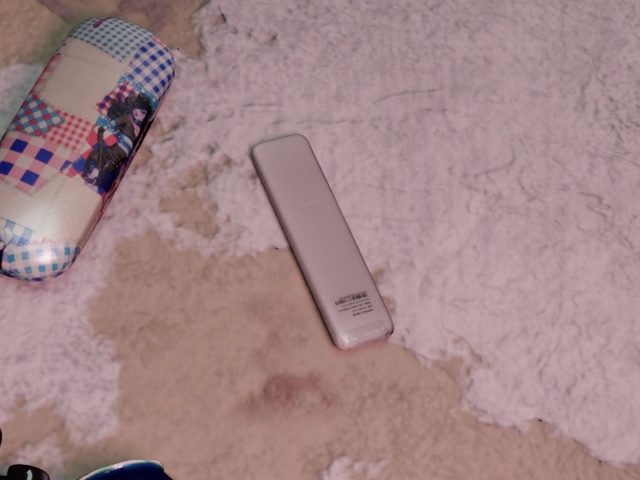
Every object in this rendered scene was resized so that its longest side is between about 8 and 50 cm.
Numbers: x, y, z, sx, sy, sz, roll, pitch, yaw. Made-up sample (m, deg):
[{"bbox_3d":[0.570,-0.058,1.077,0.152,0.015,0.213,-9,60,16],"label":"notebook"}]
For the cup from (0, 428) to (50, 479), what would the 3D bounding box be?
[{"bbox_3d":[-0.356,0.252,1.404,0.166,0.239,0.177,-13,47,31],"label":"cup"}]

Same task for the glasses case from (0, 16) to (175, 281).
[{"bbox_3d":[-0.260,-0.101,1.630,0.125,0.076,0.327,23,60,1],"label":"glasses case"}]

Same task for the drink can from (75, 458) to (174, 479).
[{"bbox_3d":[-0.158,0.305,1.398,0.118,0.118,0.205,-12,65,-16],"label":"drink can"}]

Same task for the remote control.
[{"bbox_3d":[0.000,0.000,1.650,0.067,0.029,0.261,-16,63,-18],"label":"remote control"}]
